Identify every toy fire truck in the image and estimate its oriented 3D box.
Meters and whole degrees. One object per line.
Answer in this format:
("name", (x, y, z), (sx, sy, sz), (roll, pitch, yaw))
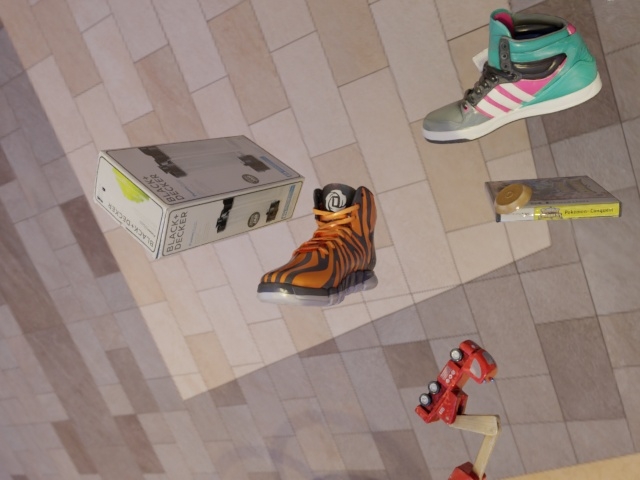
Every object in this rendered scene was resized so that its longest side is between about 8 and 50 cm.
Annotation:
("toy fire truck", (0.214, 0.259, 0.799), (0.135, 0.047, 0.192), (41, 108, 36))

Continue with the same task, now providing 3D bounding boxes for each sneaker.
("sneaker", (0.286, -0.277, 0.895), (0.295, 0.124, 0.179), (-16, 124, 25))
("sneaker", (0.000, 0.000, 0.854), (0.124, 0.321, 0.180), (2, 95, 23))

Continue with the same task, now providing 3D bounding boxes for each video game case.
("video game case", (0.519, -0.101, 1.259), (0.248, 0.275, 0.035), (-3, 108, 12))

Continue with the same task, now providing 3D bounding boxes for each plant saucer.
("plant saucer", (0.390, -0.090, 1.116), (0.083, 0.084, 0.015), (-29, 120, 32))

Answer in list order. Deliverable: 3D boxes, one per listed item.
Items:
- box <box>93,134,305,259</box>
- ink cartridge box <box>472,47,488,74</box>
("box", (-0.183, -0.082, 0.868), (0.169, 0.289, 0.087), (38, 124, 26))
("ink cartridge box", (0.402, -0.354, 1.212), (0.056, 0.135, 0.099), (-32, 140, 24))
